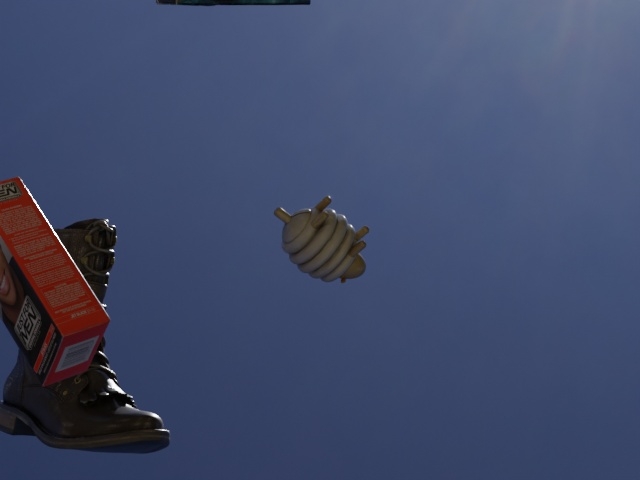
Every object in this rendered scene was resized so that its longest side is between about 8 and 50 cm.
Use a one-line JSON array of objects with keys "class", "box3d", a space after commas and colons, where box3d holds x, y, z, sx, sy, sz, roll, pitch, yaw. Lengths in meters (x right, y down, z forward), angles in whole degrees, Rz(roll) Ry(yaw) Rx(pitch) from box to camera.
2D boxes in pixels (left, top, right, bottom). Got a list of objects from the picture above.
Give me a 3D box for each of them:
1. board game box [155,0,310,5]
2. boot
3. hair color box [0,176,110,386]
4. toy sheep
[{"class": "board game box", "box3d": [-0.058, -0.256, 0.934, 0.126, 0.186, 0.026, -9, -165, -43]}, {"class": "boot", "box3d": [-0.239, 0.090, 1.357, 0.263, 0.091, 0.229, 4, -97, 40]}, {"class": "hair color box", "box3d": [-0.216, 0.030, 1.010, 0.043, 0.072, 0.141, -19, -117, -37]}, {"class": "toy sheep", "box3d": [0.000, 0.000, 1.583, 0.132, 0.091, 0.091, 40, -122, -14]}]
